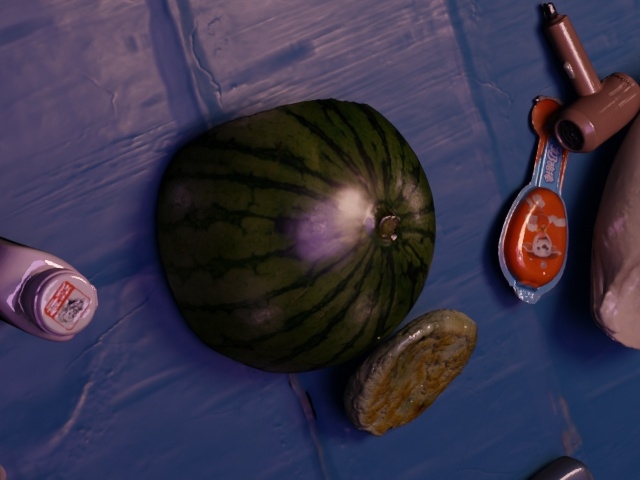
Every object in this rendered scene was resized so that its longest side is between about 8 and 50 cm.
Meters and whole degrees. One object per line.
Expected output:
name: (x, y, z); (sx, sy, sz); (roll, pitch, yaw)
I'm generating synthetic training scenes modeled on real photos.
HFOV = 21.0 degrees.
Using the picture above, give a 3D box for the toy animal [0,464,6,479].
toy animal: (-0.449, 0.332, 1.716); (0.284, 0.225, 0.302); (-4, 85, -9)

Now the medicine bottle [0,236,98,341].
medicine bottle: (-0.289, 0.046, 1.691); (0.115, 0.219, 0.078); (37, 78, -30)

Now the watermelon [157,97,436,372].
watermelon: (0.000, 0.000, 1.880); (0.330, 0.189, 0.331); (-1, 93, -25)

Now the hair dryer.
hair dryer: (0.310, -0.205, 2.100); (0.117, 0.064, 0.182); (-35, 101, -34)

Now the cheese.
cheese: (0.272, -0.049, 2.108); (0.106, 0.037, 0.256); (17, 82, -32)

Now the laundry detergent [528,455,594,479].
laundry detergent: (0.252, 0.356, 2.134); (0.206, 0.061, 0.097); (-33, 119, -22)

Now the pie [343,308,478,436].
pie: (0.104, 0.150, 1.992); (0.186, 0.041, 0.187); (-29, 147, -21)

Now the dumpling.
dumpling: (0.461, -0.031, 2.148); (0.260, 0.181, 0.341); (21, 65, -43)
